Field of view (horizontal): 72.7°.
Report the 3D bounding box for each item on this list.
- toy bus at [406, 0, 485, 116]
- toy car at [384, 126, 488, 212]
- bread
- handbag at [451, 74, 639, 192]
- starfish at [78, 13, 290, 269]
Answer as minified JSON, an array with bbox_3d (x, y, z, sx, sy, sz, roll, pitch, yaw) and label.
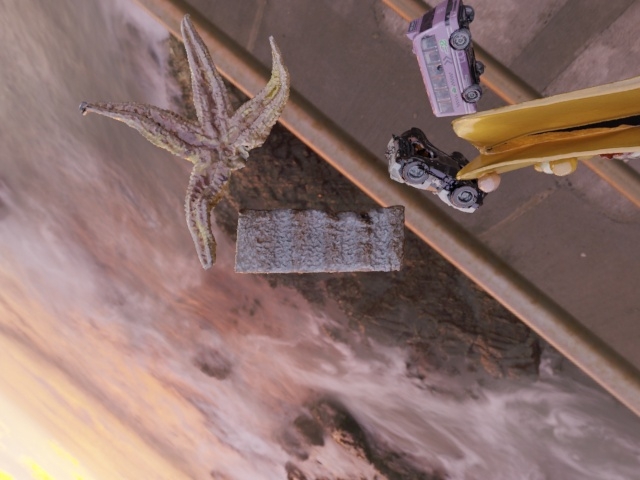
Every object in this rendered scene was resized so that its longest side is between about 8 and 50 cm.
[{"bbox_3d":[0.241,-0.336,0.815,0.108,0.096,0.198,-3,142,30],"label":"toy bus"},{"bbox_3d":[0.315,-0.179,1.177,0.302,0.193,0.118,25,127,-15],"label":"toy car"},{"bbox_3d":[0.000,0.000,1.080,0.418,0.165,0.113,-1,173,-2],"label":"bread"},{"bbox_3d":[0.439,-0.165,0.672,0.401,0.283,0.132,2,103,56],"label":"handbag"},{"bbox_3d":[-0.222,-0.217,0.825,0.384,0.398,0.132,41,-175,0],"label":"starfish"}]
